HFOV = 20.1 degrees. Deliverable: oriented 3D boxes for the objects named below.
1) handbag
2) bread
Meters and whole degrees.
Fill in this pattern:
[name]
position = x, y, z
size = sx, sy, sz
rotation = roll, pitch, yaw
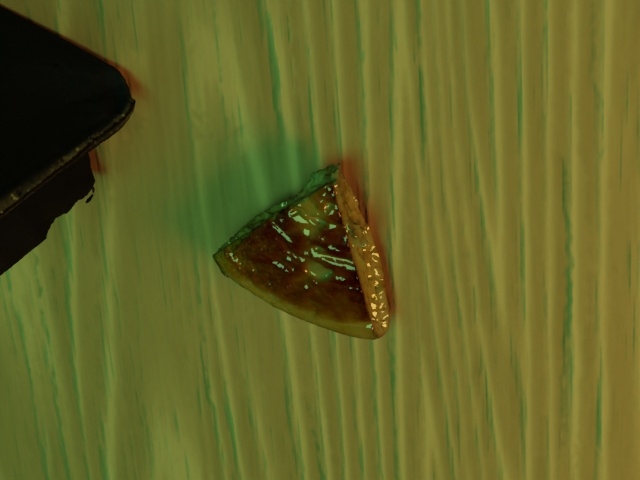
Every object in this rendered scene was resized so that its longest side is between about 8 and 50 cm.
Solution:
[handbag]
position = -0.345, -0.099, 1.366
size = 0.329, 0.303, 0.122
rotation = 31, 125, 9
[bread]
position = 0.007, 0.022, 1.408
size = 0.136, 0.054, 0.154
rotation = 50, 134, -4
